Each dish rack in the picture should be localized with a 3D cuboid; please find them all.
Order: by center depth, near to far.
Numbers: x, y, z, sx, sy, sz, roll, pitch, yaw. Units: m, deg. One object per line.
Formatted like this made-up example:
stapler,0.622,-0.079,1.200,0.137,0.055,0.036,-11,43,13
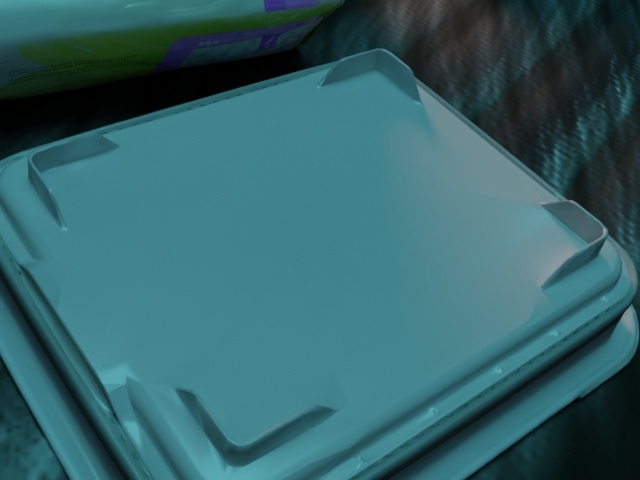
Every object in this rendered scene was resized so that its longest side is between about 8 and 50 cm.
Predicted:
dish rack,0.000,0.000,0.422,0.333,0.072,0.285,-24,57,-31

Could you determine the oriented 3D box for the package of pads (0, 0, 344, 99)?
package of pads,-0.146,-0.221,0.514,0.297,0.101,0.229,-15,88,-26
